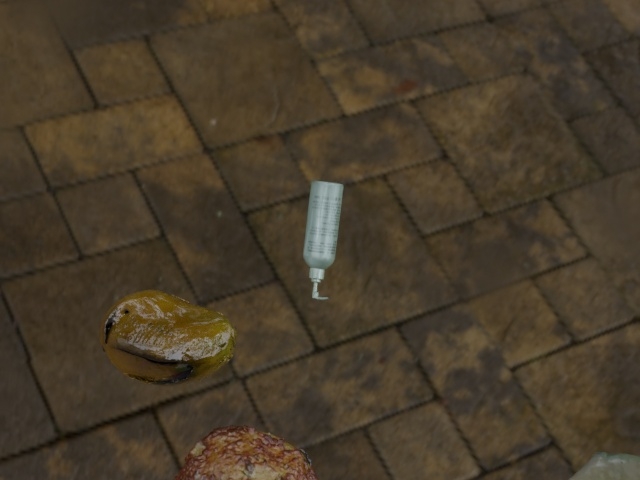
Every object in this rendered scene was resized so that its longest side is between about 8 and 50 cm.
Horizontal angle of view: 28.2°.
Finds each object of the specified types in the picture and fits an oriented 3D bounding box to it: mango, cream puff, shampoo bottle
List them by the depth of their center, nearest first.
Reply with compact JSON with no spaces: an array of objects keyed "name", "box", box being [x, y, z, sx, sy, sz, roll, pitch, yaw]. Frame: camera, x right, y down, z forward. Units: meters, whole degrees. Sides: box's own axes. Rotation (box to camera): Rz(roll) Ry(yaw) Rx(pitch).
[{"name":"cream puff","box":[-0.111,0.386,1.842,0.240,0.164,0.240,0,88,9]},{"name":"shampoo bottle","box":[0.000,0.000,2.105,0.056,0.056,0.195,7,91,-12]},{"name":"mango","box":[-0.249,0.160,2.112,0.151,0.249,0.156,-2,92,-58]}]

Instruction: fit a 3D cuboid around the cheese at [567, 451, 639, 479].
[{"name":"cheese","box":[0.134,0.155,0.602,0.092,0.047,0.171,4,19,32]}]
